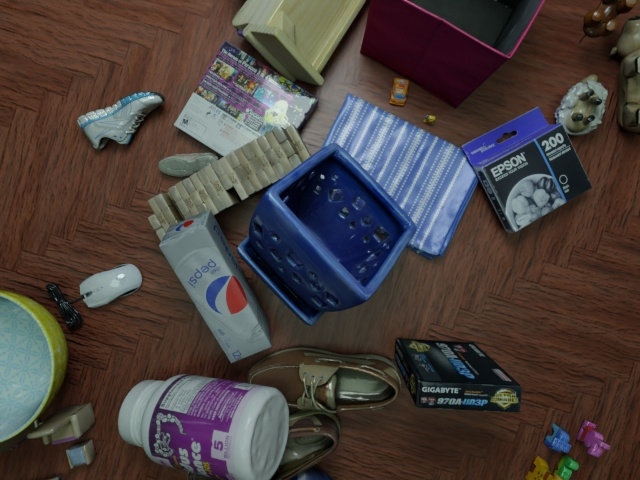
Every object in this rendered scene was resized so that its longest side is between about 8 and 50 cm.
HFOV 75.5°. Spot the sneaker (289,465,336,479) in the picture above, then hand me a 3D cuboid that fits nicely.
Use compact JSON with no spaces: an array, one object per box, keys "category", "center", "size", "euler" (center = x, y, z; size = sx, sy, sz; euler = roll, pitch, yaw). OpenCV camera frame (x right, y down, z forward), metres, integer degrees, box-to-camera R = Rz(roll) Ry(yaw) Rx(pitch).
[{"category":"sneaker","center":[0.022,0.632,0.843],"size":[0.315,0.127,0.182],"euler":[45,88,-2]}]

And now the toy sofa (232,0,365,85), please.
[{"category":"toy sofa","center":[0.001,-0.508,0.824],"size":[0.177,0.150,0.362],"euler":[33,91,42]}]

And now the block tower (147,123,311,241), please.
[{"category":"block tower","center":[-0.182,-0.113,0.823],"size":[0.335,0.097,0.091],"euler":[-27,97,9]}]

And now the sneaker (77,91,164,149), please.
[{"category":"sneaker","center":[-0.407,-0.249,0.873],"size":[0.191,0.071,0.083],"euler":[-22,97,9]}]

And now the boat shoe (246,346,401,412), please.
[{"category":"boat shoe","center":[0.006,0.288,0.845],"size":[0.325,0.116,0.123],"euler":[-4,90,0]}]

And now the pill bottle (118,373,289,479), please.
[{"category":"pill bottle","center":[-0.227,0.350,0.793],"size":[0.302,0.169,0.169],"euler":[0,91,22]}]

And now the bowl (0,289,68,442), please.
[{"category":"bowl","center":[-0.627,0.232,0.826],"size":[0.290,0.156,0.289],"euler":[0,90,0]}]

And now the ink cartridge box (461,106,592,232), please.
[{"category":"ink cartridge box","center":[0.431,-0.153,0.861],"size":[0.206,0.045,0.208],"euler":[-29,91,-8]}]

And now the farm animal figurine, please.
[{"category":"farm animal figurine","center":[0.669,-0.362,0.814],"size":[0.330,0.172,0.326],"euler":[10,109,14]}]

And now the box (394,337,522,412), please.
[{"category":"box","center":[0.247,0.250,0.792],"size":[0.175,0.220,0.051],"euler":[3,95,1]}]

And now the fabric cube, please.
[{"category":"fabric cube","center":[0.249,-0.451,0.768],"size":[0.259,0.258,0.254],"euler":[30,91,0]}]

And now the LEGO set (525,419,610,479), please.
[{"category":"LEGO set","center":[0.504,0.480,0.857],"size":[0.087,0.093,0.227],"euler":[27,91,0]}]

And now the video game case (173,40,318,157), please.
[{"category":"video game case","center":[-0.156,-0.268,0.877],"size":[0.232,0.042,0.210],"euler":[32,92,0]}]

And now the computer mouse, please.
[{"category":"computer mouse","center":[-0.479,0.106,0.882],"size":[0.193,0.042,0.106],"euler":[-25,89,1]}]

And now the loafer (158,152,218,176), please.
[{"category":"loafer","center":[-0.279,-0.166,0.886],"size":[0.125,0.039,0.045],"euler":[-4,124,3]}]

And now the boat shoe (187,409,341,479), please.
[{"category":"boat shoe","center":[-0.119,0.448,0.843],"size":[0.342,0.123,0.123],"euler":[-19,90,0]}]

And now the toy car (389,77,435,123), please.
[{"category":"toy car","center":[0.202,-0.301,0.877],"size":[0.122,0.040,0.060],"euler":[29,91,0]}]

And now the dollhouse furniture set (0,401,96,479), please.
[{"category":"dollhouse furniture set","center":[-0.605,0.529,0.810],"size":[0.286,0.198,0.303],"euler":[-12,91,1]}]

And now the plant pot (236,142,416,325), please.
[{"category":"plant pot","center":[0.000,0.000,0.772],"size":[0.236,0.212,0.236],"euler":[45,46,0]}]

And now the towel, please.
[{"category":"towel","center":[0.155,-0.135,0.880],"size":[0.336,0.040,0.243],"euler":[26,90,0]}]

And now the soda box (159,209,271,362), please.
[{"category":"soda box","center":[-0.193,0.093,0.802],"size":[0.091,0.098,0.286],"euler":[-22,114,0]}]
